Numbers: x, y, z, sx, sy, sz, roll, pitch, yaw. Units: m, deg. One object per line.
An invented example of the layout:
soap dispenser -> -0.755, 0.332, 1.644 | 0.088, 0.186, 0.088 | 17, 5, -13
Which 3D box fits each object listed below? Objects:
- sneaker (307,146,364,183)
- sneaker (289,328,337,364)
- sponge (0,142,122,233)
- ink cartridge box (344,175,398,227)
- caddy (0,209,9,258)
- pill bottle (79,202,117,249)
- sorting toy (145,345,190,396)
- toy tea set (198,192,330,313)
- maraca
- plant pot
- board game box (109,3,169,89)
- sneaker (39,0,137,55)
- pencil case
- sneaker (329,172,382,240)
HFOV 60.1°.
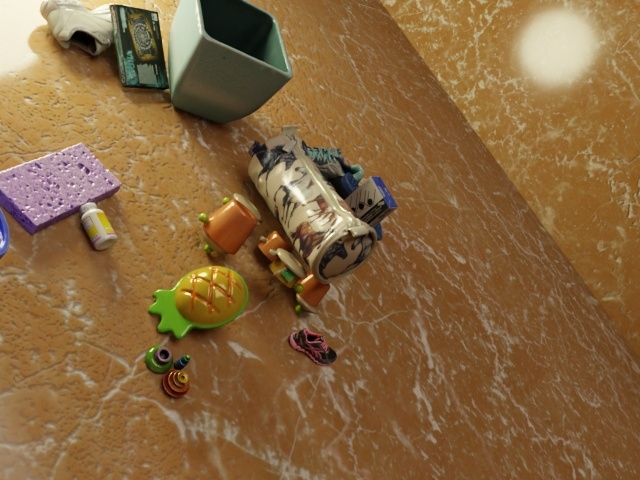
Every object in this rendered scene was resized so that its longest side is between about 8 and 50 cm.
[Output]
sneaker -> -0.001, -0.225, 1.549 | 0.282, 0.122, 0.110 | 24, 42, -30
sneaker -> -0.006, 0.225, 1.185 | 0.119, 0.057, 0.047 | 32, 37, -23
sponge -> -0.483, -0.102, 1.018 | 0.117, 0.031, 0.210 | 47, 36, -2
ink cartridge box -> 0.096, -0.066, 1.429 | 0.046, 0.207, 0.097 | -6, 61, -48
caddy -> -0.592, -0.034, 0.729 | 0.341, 0.179, 0.241 | 54, 13, 9
pill bottle -> -0.410, -0.027, 1.014 | 0.043, 0.043, 0.083 | -16, 69, -51
sorting toy -> -0.253, 0.217, 0.951 | 0.102, 0.042, 0.061 | 54, 36, 9
toy tea set -> -0.129, 0.044, 1.213 | 0.336, 0.124, 0.200 | 46, 6, 2
maraca -> -0.224, 0.113, 1.036 | 0.185, 0.099, 0.127 | -23, 62, -27
plant pot -> -0.257, -0.443, 1.377 | 0.247, 0.252, 0.247 | 14, 48, -38
board game box -> -0.432, -0.459, 1.322 | 0.126, 0.026, 0.186 | -15, 101, -53
sneaker -> -0.514, -0.488, 1.306 | 0.262, 0.099, 0.121 | -14, 78, -45
pencil case -> -0.026, -0.086, 1.260 | 0.159, 0.184, 0.410 | -13, 46, -25
sneaker -> 0.093, -0.084, 1.563 | 0.232, 0.090, 0.081 | 57, 30, -25
